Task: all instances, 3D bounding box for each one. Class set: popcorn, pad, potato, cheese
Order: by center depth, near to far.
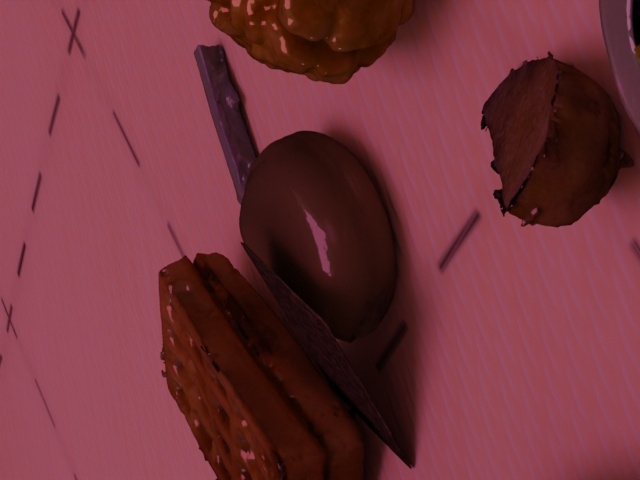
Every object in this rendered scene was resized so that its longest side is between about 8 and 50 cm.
[{"bbox_3d":[0.178,-0.076,1.079,0.172,0.089,0.101,-90,23,-64],"label":"potato"},{"bbox_3d":[-0.032,-0.227,1.250,0.200,0.203,0.226,-54,37,44],"label":"popcorn"},{"bbox_3d":[0.000,0.000,1.411,0.202,0.091,0.175,58,149,30],"label":"cheese"},{"bbox_3d":[0.007,0.110,1.421,0.158,0.003,0.235,42,166,47],"label":"pad"}]

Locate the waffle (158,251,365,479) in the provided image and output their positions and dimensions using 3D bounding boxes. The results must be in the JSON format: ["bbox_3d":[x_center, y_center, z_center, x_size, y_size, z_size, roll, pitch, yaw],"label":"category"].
[{"bbox_3d":[-0.070,0.182,1.600,0.328,0.098,0.224,53,151,42],"label":"waffle"}]

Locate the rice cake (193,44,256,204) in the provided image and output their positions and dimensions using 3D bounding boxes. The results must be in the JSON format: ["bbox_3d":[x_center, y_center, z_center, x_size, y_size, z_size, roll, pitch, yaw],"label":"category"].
[{"bbox_3d":[-0.095,-0.123,1.593,0.042,0.030,0.180,-36,70,66],"label":"rice cake"}]

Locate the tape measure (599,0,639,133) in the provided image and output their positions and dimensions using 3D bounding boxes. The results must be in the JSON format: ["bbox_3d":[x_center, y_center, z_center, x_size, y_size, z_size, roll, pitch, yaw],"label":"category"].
[{"bbox_3d":[0.275,-0.068,0.852,0.215,0.097,0.351,-16,86,61],"label":"tape measure"}]
